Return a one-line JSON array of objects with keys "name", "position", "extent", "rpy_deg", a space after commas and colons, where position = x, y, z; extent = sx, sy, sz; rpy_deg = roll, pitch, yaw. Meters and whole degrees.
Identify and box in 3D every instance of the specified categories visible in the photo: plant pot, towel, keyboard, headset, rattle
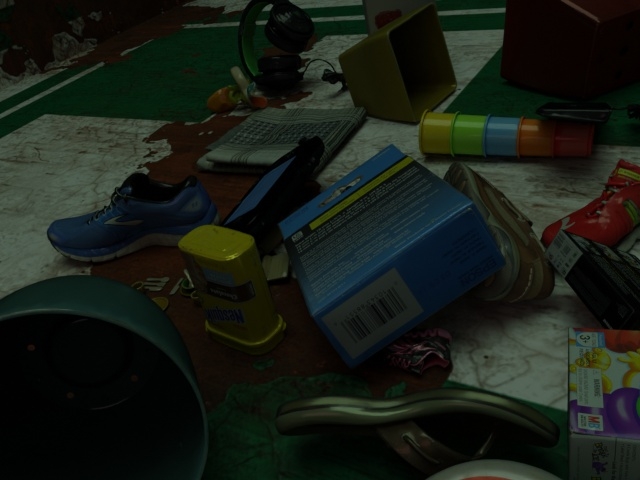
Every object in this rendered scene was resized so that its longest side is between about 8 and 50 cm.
[{"name": "plant pot", "position": [0.171, -0.411, 1.529], "extent": [0.187, 0.212, 0.212], "rpy_deg": [3, 35, 43]}, {"name": "plant pot", "position": [-0.281, 0.171, 0.734], "extent": [0.293, 0.293, 0.235], "rpy_deg": [-18, 19, -7]}, {"name": "towel", "position": [-0.091, -0.244, 1.494], "extent": [0.324, 0.056, 0.312], "rpy_deg": [6, 37, 29]}, {"name": "plant pot", "position": [0.584, -0.460, 1.408], "extent": [0.267, 0.267, 0.236], "rpy_deg": [-22, 46, -13]}, {"name": "keyboard", "position": [0.506, -0.235, 1.182], "extent": [0.201, 0.033, 0.317], "rpy_deg": [5, 16, 21]}, {"name": "headset", "position": [-0.077, -0.527, 1.788], "extent": [0.185, 0.243, 0.394], "rpy_deg": [-14, 42, -39]}, {"name": "rattle", "position": [-0.226, -0.372, 1.691], "extent": [0.143, 0.130, 0.199], "rpy_deg": [-17, 41, -8]}]

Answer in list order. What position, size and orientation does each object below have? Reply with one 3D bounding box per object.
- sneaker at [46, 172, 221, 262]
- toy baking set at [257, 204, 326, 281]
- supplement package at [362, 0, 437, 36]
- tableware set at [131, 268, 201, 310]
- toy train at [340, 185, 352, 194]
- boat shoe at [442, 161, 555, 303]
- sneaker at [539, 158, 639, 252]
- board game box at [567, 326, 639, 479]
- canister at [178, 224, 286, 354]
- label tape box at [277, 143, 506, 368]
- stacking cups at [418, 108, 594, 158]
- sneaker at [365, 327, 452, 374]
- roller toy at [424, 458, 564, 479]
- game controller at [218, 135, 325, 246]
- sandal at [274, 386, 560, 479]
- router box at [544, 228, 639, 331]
[{"name": "sneaker", "position": [-0.366, -0.059, 1.229], "extent": [0.330, 0.147, 0.130], "rpy_deg": [-12, 32, 4]}, {"name": "toy baking set", "position": [-0.007, -0.001, 1.118], "extent": [0.197, 0.030, 0.256], "rpy_deg": [13, 45, 27]}, {"name": "supplement package", "position": [0.206, -0.573, 1.664], "extent": [0.177, 0.293, 0.175], "rpy_deg": [-11, 32, 6]}, {"name": "tableware set", "position": [-0.257, 0.087, 1.077], "extent": [0.154, 0.024, 0.104], "rpy_deg": [1, 36, 21]}, {"name": "toy train", "position": [0.106, -0.080, 1.197], "extent": [0.158, 0.027, 0.036], "rpy_deg": [6, 48, 28]}, {"name": "boat shoe", "position": [0.253, -0.011, 0.971], "extent": [0.116, 0.123, 0.324], "rpy_deg": [16, 33, -15]}, {"name": "sneaker", "position": [0.436, -0.058, 0.952], "extent": [0.279, 0.118, 0.107], "rpy_deg": [-24, 32, -17]}, {"name": "board game box", "position": [0.372, 0.182, 0.586], "extent": [0.275, 0.144, 0.142], "rpy_deg": [1, 35, 20]}, {"name": "canister", "position": [-0.127, 0.069, 0.920], "extent": [0.126, 0.170, 0.073], "rpy_deg": [14, 41, 36]}, {"name": "label tape box", "position": [0.081, 0.002, 0.929], "extent": [0.240, 0.106, 0.333], "rpy_deg": [-35, 23, 3]}, {"name": "stacking cups", "position": [0.354, -0.199, 1.239], "extent": [0.316, 0.096, 0.096], "rpy_deg": [7, 38, 22]}, {"name": "sneaker", "position": [0.113, 0.149, 0.833], "extent": [0.119, 0.047, 0.057], "rpy_deg": [-10, 44, 9]}, {"name": "roller toy", "position": [0.146, 0.290, 0.503], "extent": [0.191, 0.146, 0.209], "rpy_deg": [-25, 39, -2]}, {"name": "game controller", "position": [-0.104, -0.083, 1.194], "extent": [0.166, 0.067, 0.319], "rpy_deg": [-15, 29, 38]}, {"name": "sandal", "position": [0.098, 0.215, 0.693], "extent": [0.303, 0.120, 0.086], "rpy_deg": [-6, 61, 16]}, {"name": "router box", "position": [0.377, 0.064, 0.796], "extent": [0.133, 0.046, 0.179], "rpy_deg": [17, 27, -18]}]
